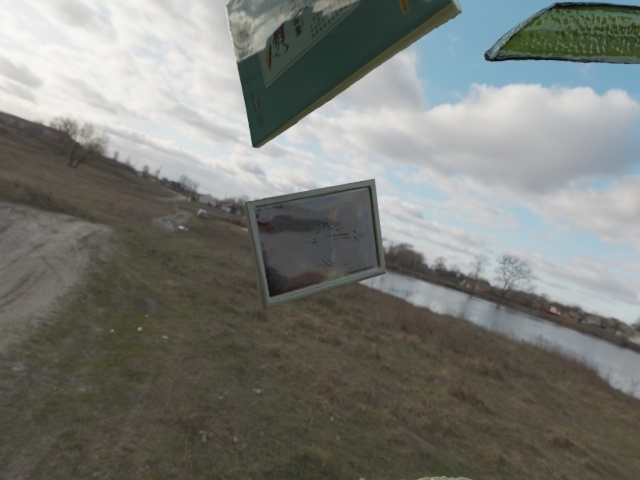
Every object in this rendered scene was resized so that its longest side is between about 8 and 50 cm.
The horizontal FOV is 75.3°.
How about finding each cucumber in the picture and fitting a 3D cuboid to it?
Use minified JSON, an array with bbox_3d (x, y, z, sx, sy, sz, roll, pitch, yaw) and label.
[{"bbox_3d":[0.322,-0.267,0.534,0.219,0.071,0.046,1,30,1],"label":"cucumber"}]

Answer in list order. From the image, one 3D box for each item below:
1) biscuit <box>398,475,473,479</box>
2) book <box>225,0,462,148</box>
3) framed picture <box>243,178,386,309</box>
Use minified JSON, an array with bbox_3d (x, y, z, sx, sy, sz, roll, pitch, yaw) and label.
[{"bbox_3d":[0.177,0.379,0.546,0.265,0.188,0.040,0,27,10],"label":"biscuit"},{"bbox_3d":[-0.010,-0.316,0.562,0.031,0.264,0.379,-4,-9,-42],"label":"book"},{"bbox_3d":[0.000,0.000,0.838,0.289,0.211,0.020,-13,11,-25],"label":"framed picture"}]
